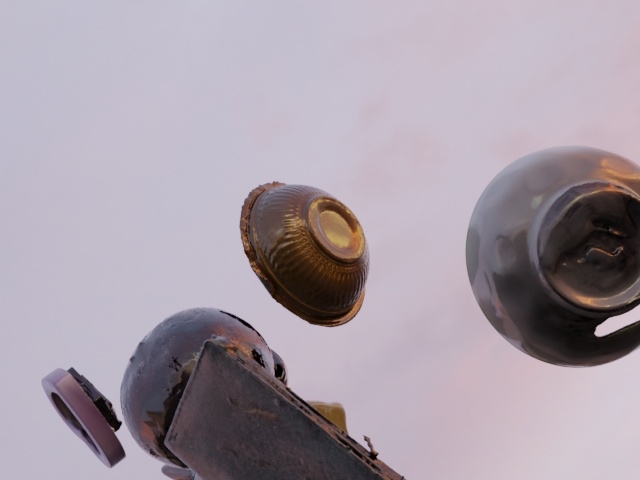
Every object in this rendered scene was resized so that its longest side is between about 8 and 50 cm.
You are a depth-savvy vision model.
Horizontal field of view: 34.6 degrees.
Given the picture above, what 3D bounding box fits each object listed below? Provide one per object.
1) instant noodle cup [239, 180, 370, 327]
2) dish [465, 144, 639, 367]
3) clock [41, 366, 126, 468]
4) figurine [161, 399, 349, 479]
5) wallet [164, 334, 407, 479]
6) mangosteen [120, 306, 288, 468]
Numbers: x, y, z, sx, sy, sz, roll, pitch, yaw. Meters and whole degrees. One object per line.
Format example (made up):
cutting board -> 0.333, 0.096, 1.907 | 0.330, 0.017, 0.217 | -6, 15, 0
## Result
instant noodle cup -> 0.000, 0.000, 1.671 | 0.274, 0.273, 0.091 | 5, -32, -44
dish -> 0.372, 0.016, 1.423 | 0.324, 0.324, 0.124 | -40, -2, -8
clock -> -0.382, 0.269, 1.668 | 0.064, 0.198, 0.172 | -37, -43, -25
figurine -> -0.164, 0.420, 1.849 | 0.378, 0.266, 0.361 | -17, -32, 31
wallet -> -0.001, 0.269, 1.065 | 0.046, 0.379, 0.190 | -27, -32, -51
mangosteen -> -0.127, 0.203, 1.290 | 0.250, 0.211, 0.211 | 38, -84, -22
